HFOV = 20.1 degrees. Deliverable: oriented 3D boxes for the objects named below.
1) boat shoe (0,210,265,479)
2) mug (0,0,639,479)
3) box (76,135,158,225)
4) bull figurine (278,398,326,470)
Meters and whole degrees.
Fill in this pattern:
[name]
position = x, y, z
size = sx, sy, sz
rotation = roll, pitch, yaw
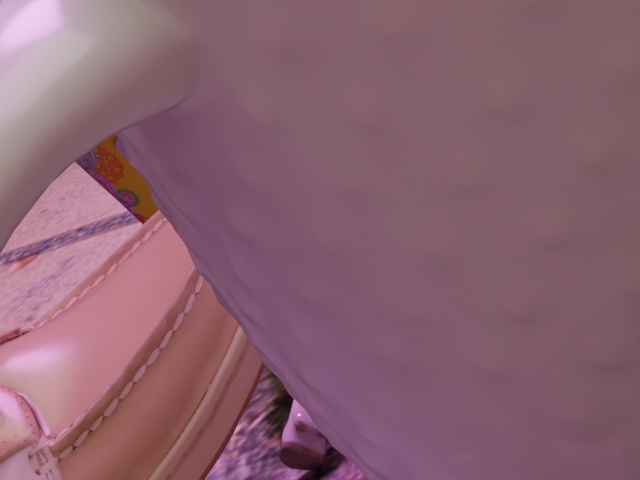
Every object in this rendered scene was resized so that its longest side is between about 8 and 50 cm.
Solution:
[boat shoe]
position = -0.144, 0.100, 0.749
size = 0.341, 0.110, 0.121
rotation = -50, 24, 7
[mug]
position = 0.052, -0.029, 0.456
size = 0.374, 0.328, 0.276
rotation = -40, 35, -23
[box]
position = 0.029, -0.155, 1.052
size = 0.290, 0.177, 0.279
rotation = -19, 41, 36
[bull figurine]
position = 0.000, 0.000, 0.844
size = 0.310, 0.101, 0.188
rotation = -49, 26, 49
